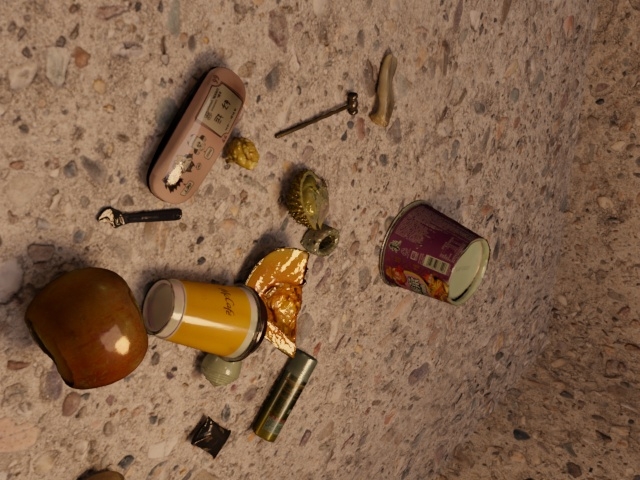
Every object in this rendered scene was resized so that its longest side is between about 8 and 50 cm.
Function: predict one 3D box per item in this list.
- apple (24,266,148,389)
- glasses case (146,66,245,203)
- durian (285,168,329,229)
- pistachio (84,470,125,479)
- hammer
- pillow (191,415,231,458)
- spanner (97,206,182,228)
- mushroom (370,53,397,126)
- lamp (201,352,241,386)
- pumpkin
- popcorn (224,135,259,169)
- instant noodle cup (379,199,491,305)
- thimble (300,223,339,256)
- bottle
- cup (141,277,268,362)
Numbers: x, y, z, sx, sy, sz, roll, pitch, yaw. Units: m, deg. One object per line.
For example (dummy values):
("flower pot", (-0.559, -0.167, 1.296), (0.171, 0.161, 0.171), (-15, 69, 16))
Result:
("apple", (-0.455, 0.171, 1.200), (0.207, 0.237, 0.237), (-26, 132, -14))
("glasses case", (-0.263, -0.223, 1.318), (0.314, 0.075, 0.122), (-61, 146, -3))
("durian", (-0.034, -0.121, 1.647), (0.146, 0.102, 0.208), (67, 32, -25))
("pistachio", (-0.552, 0.642, 1.467), (0.206, 0.131, 0.129), (-52, -173, -22))
("hammer", (-0.006, -0.319, 1.609), (0.292, 0.029, 0.058), (-30, 130, -34))
("pillow", (-0.311, 0.560, 1.751), (0.090, 0.048, 0.150), (-45, 144, -10))
("spanner", (-0.384, -0.053, 1.329), (0.208, 0.012, 0.046), (-7, 115, -48))
("mushroom", (0.183, -0.426, 1.752), (0.059, 0.054, 0.202), (-16, 118, -51))
("lamp", (-0.245, 0.294, 1.637), (0.106, 0.106, 0.193), (36, 73, -52))
("pumpkin", (-0.135, 0.154, 1.683), (0.169, 0.148, 0.312), (5, 99, -12))
("popcorn", (-0.181, -0.211, 1.436), (0.084, 0.084, 0.084), (-27, 130, -38))
("instant noodle cup", (0.407, 0.057, 2.121), (0.340, 0.266, 0.340), (-28, 130, -39))
("thimble", (0.000, 0.000, 1.772), (0.110, 0.062, 0.084), (-25, 126, -40))
("bottle", (-0.108, 0.479, 1.913), (0.082, 0.082, 0.286), (33, 85, -53))
("cup", (-0.272, 0.180, 1.470), (0.280, 0.196, 0.196), (22, 94, -44))
